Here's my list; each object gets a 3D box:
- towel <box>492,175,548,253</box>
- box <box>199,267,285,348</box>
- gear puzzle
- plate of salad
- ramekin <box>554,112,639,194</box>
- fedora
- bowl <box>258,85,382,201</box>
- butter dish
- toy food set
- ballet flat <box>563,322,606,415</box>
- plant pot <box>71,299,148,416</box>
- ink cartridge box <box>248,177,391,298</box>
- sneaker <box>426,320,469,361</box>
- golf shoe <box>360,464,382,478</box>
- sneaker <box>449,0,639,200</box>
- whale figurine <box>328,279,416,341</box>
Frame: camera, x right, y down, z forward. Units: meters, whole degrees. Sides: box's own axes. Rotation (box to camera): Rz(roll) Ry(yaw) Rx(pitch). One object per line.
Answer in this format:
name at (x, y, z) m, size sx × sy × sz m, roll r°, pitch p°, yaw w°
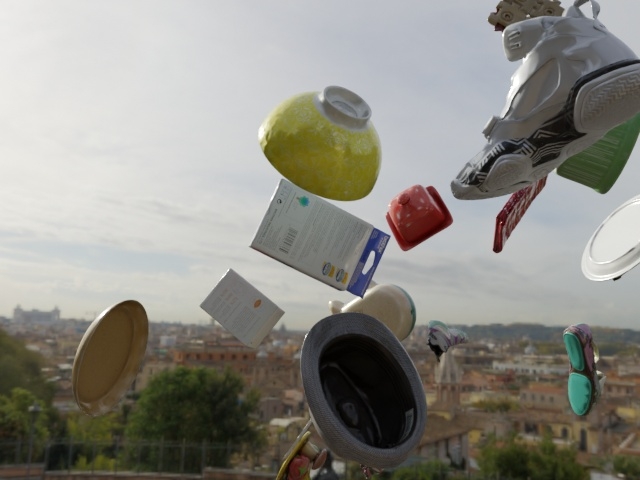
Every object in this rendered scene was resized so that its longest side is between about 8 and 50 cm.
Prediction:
towel at (0.550, -0.105, 1.584) m, size 0.031 × 0.275 × 0.199 m, roll 32°, pitch -16°, yaw 25°
box at (-0.202, 0.178, 1.522) m, size 0.170 × 0.130 × 0.091 m, roll 37°, pitch -7°, yaw 16°
gear puzzle at (0.597, -0.518, 1.485) m, size 0.339 × 0.175 × 0.044 m, roll 34°, pitch -19°, yaw 7°
plate of salad at (0.548, -0.004, 1.037) m, size 0.048 × 0.200 × 0.200 m, roll 35°, pitch -14°, yaw -7°
ramekin at (0.758, -0.291, 1.602) m, size 0.148 × 0.303 × 0.303 m, roll 20°, pitch -4°, yaw 14°
fedora at (0.060, 0.279, 1.047) m, size 0.244 × 0.275 × 0.124 m, roll -12°, pitch -28°, yaw -38°
bowl at (0.024, -0.239, 1.267) m, size 0.289 × 0.289 × 0.156 m, roll 6°, pitch -45°, yaw -29°
butter dish at (0.238, -0.082, 1.527) m, size 0.160 × 0.160 × 0.118 m, roll -32°, pitch -45°, yaw 14°
toy food set at (-0.037, 0.504, 1.309) m, size 0.071 × 0.128 × 0.218 m, roll 31°, pitch -42°, yaw 15°
ballet flat at (0.608, 0.292, 1.335) m, size 0.079 × 0.221 × 0.077 m, roll -17°, pitch 12°, yaw -22°
plant pot at (-0.419, 0.229, 1.162) m, size 0.032 × 0.236 × 0.236 m, roll 13°, pitch -6°, yaw 13°
ink cartridge box at (0.000, 0.000, 1.449) m, size 0.311 × 0.185 × 0.065 m, roll 26°, pitch -11°, yaw -8°
sneaker at (0.232, 0.195, 1.089) m, size 0.098 × 0.069 × 0.038 m, roll 25°, pitch -20°, yaw -25°
golf shoe at (0.153, 0.601, 1.627) m, size 0.086 × 0.067 × 0.186 m, roll -20°, pitch -33°, yaw -11°
sneaker at (0.347, -0.227, 0.983) m, size 0.137 × 0.210 × 0.366 m, roll 3°, pitch -30°, yaw -43°
whale figurine at (0.155, 0.218, 1.718) m, size 0.272 × 0.216 × 0.141 m, roll -10°, pitch -6°, yaw 35°
